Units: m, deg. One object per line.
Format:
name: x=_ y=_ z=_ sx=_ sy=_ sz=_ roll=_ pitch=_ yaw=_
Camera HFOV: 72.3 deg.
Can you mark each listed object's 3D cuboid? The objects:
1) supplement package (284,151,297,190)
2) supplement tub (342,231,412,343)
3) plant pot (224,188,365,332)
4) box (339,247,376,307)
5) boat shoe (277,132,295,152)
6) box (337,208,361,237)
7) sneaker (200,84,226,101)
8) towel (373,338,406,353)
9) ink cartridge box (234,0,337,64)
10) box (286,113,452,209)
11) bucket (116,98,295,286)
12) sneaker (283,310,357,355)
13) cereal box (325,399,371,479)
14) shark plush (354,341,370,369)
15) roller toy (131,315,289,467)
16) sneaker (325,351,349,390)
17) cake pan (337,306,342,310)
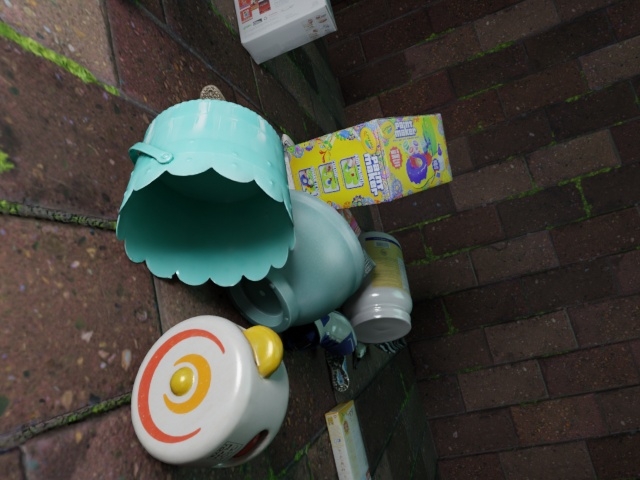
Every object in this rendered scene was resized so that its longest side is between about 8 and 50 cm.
supplement package: x=-0.068 y=-0.140 z=1.196 sx=0.203 sy=0.149 sz=0.194 roll=-36 pitch=112 yaw=-41
supplement tub: x=0.187 y=0.163 z=1.530 sx=0.241 sy=0.240 sz=0.332 roll=54 pitch=26 yaw=-49
plant pot: x=-0.079 y=0.067 z=0.925 sx=0.196 sy=0.292 sz=0.293 roll=-45 pitch=121 yaw=-42
box: x=0.055 y=0.109 z=1.334 sx=0.078 sy=0.180 sz=0.147 roll=51 pitch=-22 yaw=-18
boat shoe: x=-0.080 y=-0.189 z=1.429 sx=0.340 sy=0.127 sz=0.158 roll=37 pitch=45 yaw=-52
box: x=0.000 y=0.000 z=1.315 sx=0.154 sy=0.142 sz=0.300 roll=59 pitch=29 yaw=-15
sneaker: x=-0.243 y=-0.286 z=1.079 sx=0.071 sy=0.066 sz=0.189 roll=-112 pitch=-176 yaw=-65
towel: x=0.248 y=0.343 z=1.832 sx=0.235 sy=0.121 sz=0.283 roll=56 pitch=6 yaw=31
ink cartridge box: x=-0.128 y=-0.806 z=1.504 sx=0.130 sy=0.309 sz=0.272 roll=32 pitch=44 yaw=-67
box: x=0.124 y=-0.190 z=1.090 sx=0.289 sy=0.279 sz=0.177 roll=-20 pitch=100 yaw=-44
bucket: x=-0.174 y=-0.071 z=0.704 sx=0.281 sy=0.280 sz=0.183 roll=54 pitch=23 yaw=-49
sneaker: x=-0.023 y=0.243 z=1.184 sx=0.316 sy=0.127 sz=0.182 roll=55 pitch=27 yaw=-31
cereal box: x=0.084 y=0.608 z=1.280 sx=0.173 sy=0.047 sz=0.241 roll=25 pitch=51 yaw=-69
shark plush: x=0.157 y=0.439 z=1.696 sx=0.161 sy=0.073 sz=0.067 roll=-89 pitch=-171 yaw=-61
roller toy: x=-0.152 y=0.209 z=0.610 sx=0.146 sy=0.209 sz=0.191 roll=49 pitch=49 yaw=-53
sneaker: x=0.053 y=0.397 z=1.401 sx=0.073 sy=0.063 sz=0.162 roll=81 pitch=2 yaw=-70
cake pan: x=0.014 y=0.106 z=1.537 sx=0.293 sy=0.054 sz=0.294 roll=-17 pitch=90 yaw=-74
